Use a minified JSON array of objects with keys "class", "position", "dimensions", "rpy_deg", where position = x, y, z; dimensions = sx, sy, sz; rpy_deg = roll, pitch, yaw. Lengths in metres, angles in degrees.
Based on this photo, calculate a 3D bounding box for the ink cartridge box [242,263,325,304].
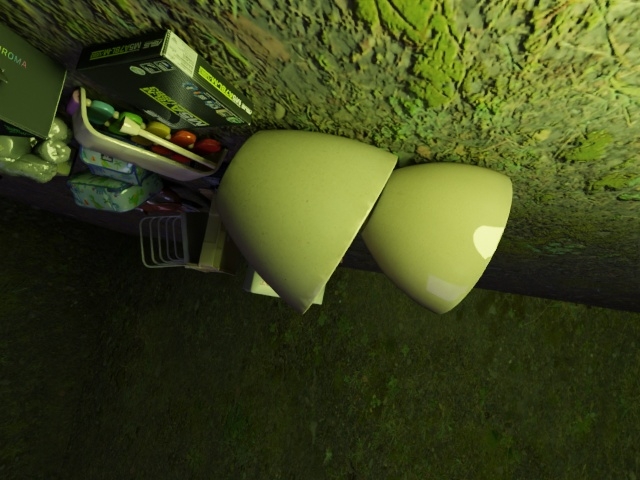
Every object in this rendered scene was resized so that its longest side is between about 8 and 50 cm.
[{"class":"ink cartridge box","position":[-0.085,0.022,1.230],"dimensions":[0.226,0.306,0.131],"rpy_deg":[13,171,-18]}]

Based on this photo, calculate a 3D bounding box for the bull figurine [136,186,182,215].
[{"class":"bull figurine","position":[-0.608,-0.152,1.404],"dimensions":[0.310,0.101,0.188],"rpy_deg":[4,168,37]}]

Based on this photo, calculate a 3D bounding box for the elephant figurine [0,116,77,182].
[{"class":"elephant figurine","position":[-0.613,-0.201,0.847],"dimensions":[0.186,0.169,0.239],"rpy_deg":[33,173,-38]}]

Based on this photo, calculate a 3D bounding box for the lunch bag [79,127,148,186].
[{"class":"lunch bag","position":[-0.491,-0.206,0.981],"dimensions":[0.128,0.096,0.151],"rpy_deg":[15,155,-8]}]

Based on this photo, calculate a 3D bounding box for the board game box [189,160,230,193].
[{"class":"board game box","position":[-0.227,-0.150,1.112],"dimensions":[0.194,0.060,0.194],"rpy_deg":[8,170,13]}]

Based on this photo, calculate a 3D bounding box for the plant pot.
[{"class":"plant pot","position":[0.188,-0.033,0.767],"dimensions":[0.191,0.284,0.284],"rpy_deg":[25,171,0]}]

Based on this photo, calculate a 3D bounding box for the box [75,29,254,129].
[{"class":"box","position":[-0.230,-0.234,0.631],"dimensions":[0.184,0.045,0.190],"rpy_deg":[3,168,27]}]

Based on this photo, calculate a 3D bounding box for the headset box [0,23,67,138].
[{"class":"headset box","position":[-0.570,-0.259,0.587],"dimensions":[0.283,0.131,0.246],"rpy_deg":[7,171,16]}]

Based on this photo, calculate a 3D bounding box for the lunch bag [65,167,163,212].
[{"class":"lunch bag","position":[-0.564,-0.158,1.132],"dimensions":[0.219,0.090,0.176],"rpy_deg":[9,-144,22]}]

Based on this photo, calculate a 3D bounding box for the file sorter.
[{"class":"file sorter","position":[-0.524,-0.006,1.534],"dimensions":[0.173,0.193,0.277],"rpy_deg":[-3,-177,5]}]

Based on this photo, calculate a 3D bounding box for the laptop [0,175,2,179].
[{"class":"laptop","position":[-1.110,-0.201,0.958],"dimensions":[0.382,0.236,0.408],"rpy_deg":[27,169,-3]}]

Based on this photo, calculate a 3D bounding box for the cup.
[{"class":"cup","position":[-0.046,-0.069,0.751],"dimensions":[0.237,0.331,0.331],"rpy_deg":[32,171,1]}]

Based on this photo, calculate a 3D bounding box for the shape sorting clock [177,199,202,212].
[{"class":"shape sorting clock","position":[-0.585,-0.139,1.660],"dimensions":[0.206,0.040,0.206],"rpy_deg":[10,171,2]}]

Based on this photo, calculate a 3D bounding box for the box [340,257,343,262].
[{"class":"box","position":[0.000,0.000,1.569],"dimensions":[0.122,0.128,0.257],"rpy_deg":[6,170,24]}]

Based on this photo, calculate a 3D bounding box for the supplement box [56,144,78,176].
[{"class":"supplement box","position":[-0.731,-0.228,1.124],"dimensions":[0.056,0.083,0.083],"rpy_deg":[5,168,27]}]

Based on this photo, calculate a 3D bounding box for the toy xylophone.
[{"class":"toy xylophone","position":[-0.336,-0.201,0.838],"dimensions":[0.236,0.081,0.322],"rpy_deg":[2,168,42]}]

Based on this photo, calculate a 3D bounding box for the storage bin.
[{"class":"storage bin","position":[-0.364,-0.019,1.439],"dimensions":[0.123,0.262,0.260],"rpy_deg":[9,171,4]}]
